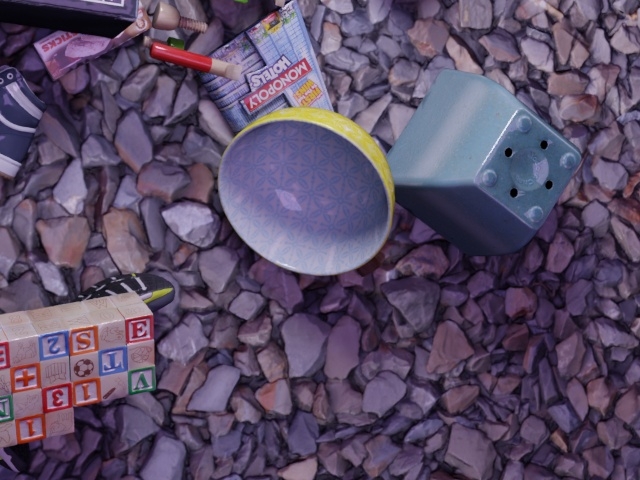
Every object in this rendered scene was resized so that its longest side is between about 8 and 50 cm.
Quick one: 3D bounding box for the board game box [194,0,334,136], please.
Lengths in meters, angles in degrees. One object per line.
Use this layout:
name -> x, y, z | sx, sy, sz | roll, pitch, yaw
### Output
board game box -> -0.074, -0.256, 1.884 | 0.194, 0.060, 0.194 | -37, 106, -13

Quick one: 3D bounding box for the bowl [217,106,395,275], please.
bowl -> -0.006, -0.103, 1.858 | 0.289, 0.289, 0.156 | 50, 35, -17

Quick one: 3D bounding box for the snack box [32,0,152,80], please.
snack box -> -0.351, -0.317, 1.796 | 0.178, 0.022, 0.064 | -32, 103, -14

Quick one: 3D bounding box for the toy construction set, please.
toy construction set -> -0.119, -0.387, 1.745 | 0.237, 0.257, 0.309 | 14, 82, -21

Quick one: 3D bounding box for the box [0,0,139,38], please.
box -> -0.410, -0.463, 1.667 | 0.294, 0.183, 0.296 | 6, 88, -20

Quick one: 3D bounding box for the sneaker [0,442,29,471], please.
sneaker -> -0.548, 0.279, 1.771 | 0.097, 0.084, 0.235 | -39, 108, 13

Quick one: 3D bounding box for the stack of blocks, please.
stack of blocks -> -0.394, 0.191, 1.691 | 0.297, 0.087, 0.171 | -10, 116, -25

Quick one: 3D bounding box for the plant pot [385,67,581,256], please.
plant pot -> 0.286, -0.124, 1.928 | 0.248, 0.252, 0.247 | 35, 83, -20

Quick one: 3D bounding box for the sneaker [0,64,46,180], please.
sneaker -> -0.537, -0.219, 1.696 | 0.282, 0.099, 0.153 | 31, 89, -27

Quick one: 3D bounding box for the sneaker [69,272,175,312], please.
sneaker -> -0.355, 0.156, 1.814 | 0.300, 0.111, 0.121 | -31, 119, -12

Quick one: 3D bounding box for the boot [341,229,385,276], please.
boot -> 0.045, 0.033, 1.965 | 0.106, 0.037, 0.114 | -41, 126, 2
